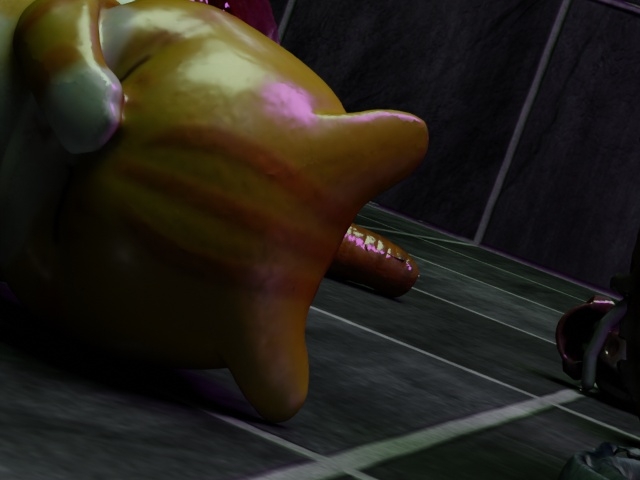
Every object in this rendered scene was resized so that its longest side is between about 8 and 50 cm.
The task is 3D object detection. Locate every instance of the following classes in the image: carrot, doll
[{"bbox_3d":[0.000,0.000,1.494,0.186,0.060,0.060,25,3,-12],"label":"carrot"},{"bbox_3d":[-0.111,-0.041,0.759,0.269,0.167,0.162,26,8,33],"label":"doll"}]

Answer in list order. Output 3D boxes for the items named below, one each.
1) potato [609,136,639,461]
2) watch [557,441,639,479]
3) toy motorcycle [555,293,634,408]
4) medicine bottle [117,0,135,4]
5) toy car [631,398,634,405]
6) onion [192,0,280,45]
[{"bbox_3d":[0.309,0.033,0.861,0.301,0.289,0.237,18,19,22],"label":"potato"},{"bbox_3d":[0.155,0.119,0.553,0.193,0.068,0.206,18,-1,20],"label":"watch"},{"bbox_3d":[0.253,0.092,1.288,0.122,0.082,0.213,19,3,-27],"label":"toy motorcycle"},{"bbox_3d":[-0.145,-0.080,1.072,0.273,0.165,0.165,26,6,41],"label":"medicine bottle"},{"bbox_3d":[0.251,0.120,1.043,0.103,0.063,0.216,20,12,-11],"label":"toy car"},{"bbox_3d":[-0.222,-0.195,1.525,0.336,0.282,0.260,40,47,22],"label":"onion"}]
